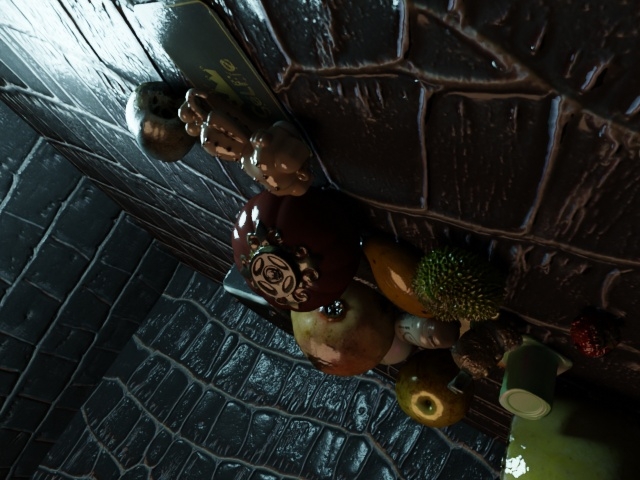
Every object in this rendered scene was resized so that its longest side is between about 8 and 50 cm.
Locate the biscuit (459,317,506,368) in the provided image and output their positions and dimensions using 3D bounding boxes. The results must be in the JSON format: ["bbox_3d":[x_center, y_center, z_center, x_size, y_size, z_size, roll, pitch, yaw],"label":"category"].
[{"bbox_3d":[0.413,0.256,1.336,0.309,0.040,0.204,37,161,-7],"label":"biscuit"}]

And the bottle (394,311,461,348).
[{"bbox_3d":[0.281,0.224,1.257,0.097,0.110,0.209,58,163,-6],"label":"bottle"}]

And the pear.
[{"bbox_3d":[0.394,0.501,1.682,0.280,0.281,0.281,29,163,10],"label":"pear"}]

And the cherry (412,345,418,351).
[{"bbox_3d":[0.251,0.335,1.754,0.225,0.090,0.107,22,180,21],"label":"cherry"}]

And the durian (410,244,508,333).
[{"bbox_3d":[0.276,0.085,0.949,0.198,0.146,0.159,17,163,-2],"label":"durian"}]

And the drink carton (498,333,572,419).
[{"bbox_3d":[0.499,0.339,1.177,0.146,0.142,0.144,29,140,4],"label":"drink carton"}]

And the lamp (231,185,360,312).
[{"bbox_3d":[-0.057,0.017,1.121,0.303,0.257,0.303,9,118,18],"label":"lamp"}]

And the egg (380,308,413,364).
[{"bbox_3d":[0.202,0.303,1.594,0.183,0.183,0.217,13,162,47],"label":"egg"}]

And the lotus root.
[{"bbox_3d":[-0.368,-0.253,1.141,0.158,0.140,0.322,35,165,-9],"label":"lotus root"}]

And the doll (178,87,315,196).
[{"bbox_3d":[-0.136,-0.182,0.911,0.278,0.119,0.154,31,163,4],"label":"doll"}]

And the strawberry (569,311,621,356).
[{"bbox_3d":[0.502,0.172,0.903,0.083,0.083,0.096,29,169,12],"label":"strawberry"}]

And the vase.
[{"bbox_3d":[0.154,0.098,1.275,0.237,0.115,0.115,36,163,-26],"label":"vase"}]

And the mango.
[{"bbox_3d":[0.196,0.092,1.152,0.262,0.109,0.157,39,166,-16],"label":"mango"}]

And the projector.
[{"bbox_3d":[-0.083,0.207,1.736,0.405,0.242,0.395,41,160,-29],"label":"projector"}]

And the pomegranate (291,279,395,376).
[{"bbox_3d":[0.065,0.225,1.411,0.322,0.322,0.322,29,163,10],"label":"pomegranate"}]

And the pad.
[{"bbox_3d":[-0.164,-0.259,0.895,0.315,0.063,0.375,16,157,41],"label":"pad"}]

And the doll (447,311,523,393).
[{"bbox_3d":[0.370,0.261,1.134,0.115,0.221,0.105,43,176,9],"label":"doll"}]

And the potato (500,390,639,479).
[{"bbox_3d":[0.673,0.606,1.212,0.319,0.442,0.385,-9,125,46],"label":"potato"}]

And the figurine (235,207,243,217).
[{"bbox_3d":[-0.127,-0.027,1.386,0.287,0.186,0.176,17,-128,-80],"label":"figurine"}]
